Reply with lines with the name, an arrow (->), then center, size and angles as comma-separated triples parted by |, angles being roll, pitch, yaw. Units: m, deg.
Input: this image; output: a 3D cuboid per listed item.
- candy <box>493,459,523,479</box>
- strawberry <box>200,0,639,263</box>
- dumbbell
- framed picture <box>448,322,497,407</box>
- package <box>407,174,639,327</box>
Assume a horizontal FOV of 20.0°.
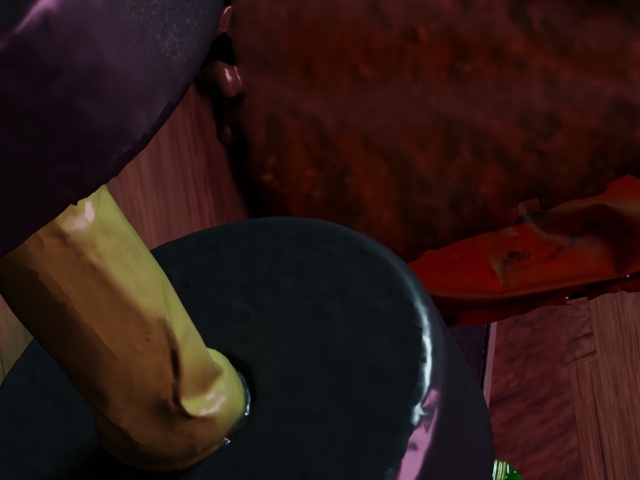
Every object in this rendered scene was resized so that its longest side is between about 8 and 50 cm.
candy -> 0.145, 0.242, 1.232 | 0.178, 0.032, 0.102 | 63, 31, -35
strawberry -> 0.069, -0.143, 0.925 | 0.253, 0.280, 0.150 | 64, 26, -15
dumbbell -> -0.083, 0.008, 0.615 | 0.322, 0.203, 0.204 | 58, 34, -42
framed picture -> 0.066, 0.045, 1.146 | 0.203, 0.015, 0.150 | 52, 38, -47
package -> 0.108, -0.161, 1.066 | 0.123, 0.196, 0.424 | 6, 71, -70
